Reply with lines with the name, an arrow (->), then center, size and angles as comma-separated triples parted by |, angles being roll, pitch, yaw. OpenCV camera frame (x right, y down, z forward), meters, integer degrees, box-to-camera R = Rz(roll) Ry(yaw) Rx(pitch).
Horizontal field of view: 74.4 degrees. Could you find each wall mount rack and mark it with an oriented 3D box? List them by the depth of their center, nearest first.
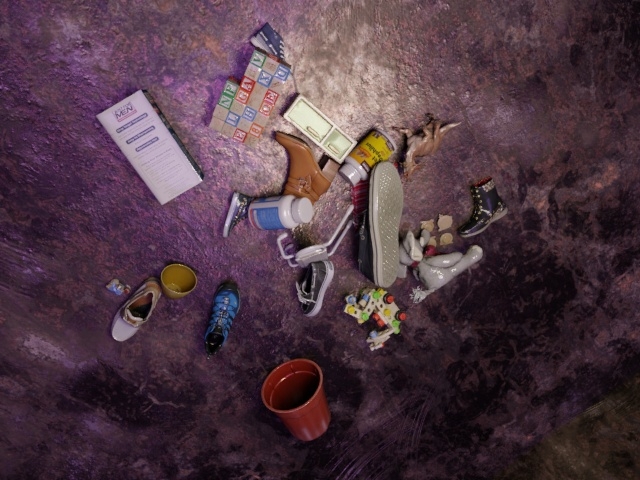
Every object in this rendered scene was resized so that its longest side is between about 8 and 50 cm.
wall mount rack -> 0.000, 0.000, 1.602 | 0.304, 0.350, 0.130 | -19, 78, -1

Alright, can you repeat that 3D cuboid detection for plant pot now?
plant pot -> -0.559, 0.172, 1.629 | 0.134, 0.134, 0.095 | 25, 130, -18
plant pot -> -0.084, 0.712, 1.849 | 0.272, 0.272, 0.265 | -21, 121, -3

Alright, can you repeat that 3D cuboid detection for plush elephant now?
plush elephant -> 0.420, 0.071, 1.712 | 0.330, 0.272, 0.255 | -31, 80, -25

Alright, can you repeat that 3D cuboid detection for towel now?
towel -> 0.224, -0.163, 1.696 | 0.199, 0.031, 0.274 | -10, 111, -8

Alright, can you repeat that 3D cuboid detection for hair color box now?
hair color box -> -0.570, -0.317, 1.447 | 0.174, 0.105, 0.347 | -30, 113, 1

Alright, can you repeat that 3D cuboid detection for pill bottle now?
pill bottle -> -0.144, -0.102, 1.542 | 0.221, 0.124, 0.124 | -1, 116, 32
pill bottle -> 0.172, -0.306, 1.572 | 0.215, 0.117, 0.117 | -45, 112, -2

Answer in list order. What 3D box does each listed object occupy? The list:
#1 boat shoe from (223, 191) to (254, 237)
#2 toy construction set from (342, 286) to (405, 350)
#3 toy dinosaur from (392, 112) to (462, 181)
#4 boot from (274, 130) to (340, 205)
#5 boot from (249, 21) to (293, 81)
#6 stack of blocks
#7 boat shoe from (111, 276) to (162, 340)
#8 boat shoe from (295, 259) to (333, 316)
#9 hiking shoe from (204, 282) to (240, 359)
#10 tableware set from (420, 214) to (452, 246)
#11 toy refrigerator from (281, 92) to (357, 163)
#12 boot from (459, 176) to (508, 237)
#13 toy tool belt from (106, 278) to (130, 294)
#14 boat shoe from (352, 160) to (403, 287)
boat shoe -> -0.312, -0.089, 1.601 | 0.083, 0.065, 0.183 | 16, 105, -14
toy construction set -> 0.237, 0.333, 1.816 | 0.215, 0.151, 0.327 | -42, 122, -20
toy dinosaur -> 0.398, -0.360, 1.614 | 0.296, 0.127, 0.200 | -26, 121, -14
boot -> -0.090, -0.257, 1.574 | 0.283, 0.109, 0.220 | 28, 107, -26
boot -> -0.142, -0.638, 1.429 | 0.086, 0.069, 0.190 | -43, 111, 12
stack of blocks -> -0.238, -0.486, 1.419 | 0.171, 0.087, 0.297 | 23, 119, -17
boat shoe -> -0.724, 0.280, 1.638 | 0.113, 0.103, 0.302 | 31, 102, -19
boat shoe -> -0.042, 0.200, 1.689 | 0.105, 0.113, 0.306 | -2, 140, -26
hiking shoe -> -0.393, 0.323, 1.701 | 0.113, 0.132, 0.304 | 13, 107, -15
tableware set -> 0.496, -0.031, 1.801 | 0.141, 0.020, 0.168 | -11, 115, -1
toy refrigerator -> -0.004, -0.405, 1.529 | 0.269, 0.094, 0.102 | 36, 99, -21
boot -> 0.655, -0.138, 1.760 | 0.236, 0.085, 0.178 | -32, 110, -5
toy tool belt -> -0.779, 0.187, 1.621 | 0.083, 0.051, 0.052 | 35, 100, -20
boat shoe -> 0.211, -0.057, 1.612 | 0.187, 0.156, 0.500 | -26, 123, -39
